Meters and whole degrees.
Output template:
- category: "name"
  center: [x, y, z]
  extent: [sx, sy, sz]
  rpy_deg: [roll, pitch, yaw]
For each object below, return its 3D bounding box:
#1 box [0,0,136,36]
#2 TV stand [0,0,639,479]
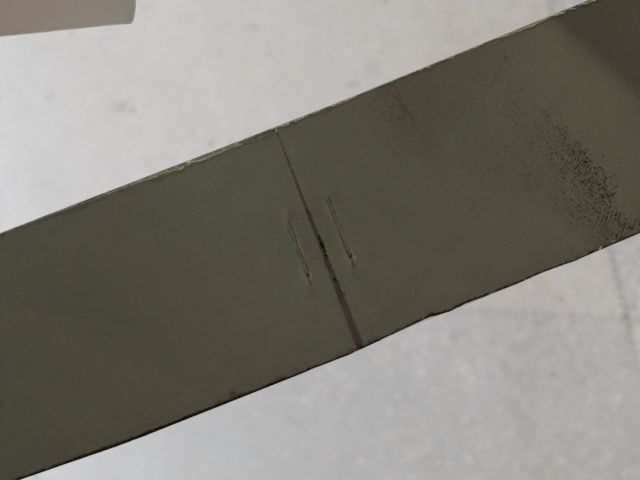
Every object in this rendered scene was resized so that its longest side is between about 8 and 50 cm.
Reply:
- category: "box"
  center: [-0.173, -0.123, 0.620]
  extent: [0.199, 0.135, 0.081]
  rpy_deg: [18, 111, 37]
- category: "TV stand"
  center: [0.000, 0.000, 0.625]
  extent: [0.088, 0.270, 0.082]
  rpy_deg: [62, -174, -86]
